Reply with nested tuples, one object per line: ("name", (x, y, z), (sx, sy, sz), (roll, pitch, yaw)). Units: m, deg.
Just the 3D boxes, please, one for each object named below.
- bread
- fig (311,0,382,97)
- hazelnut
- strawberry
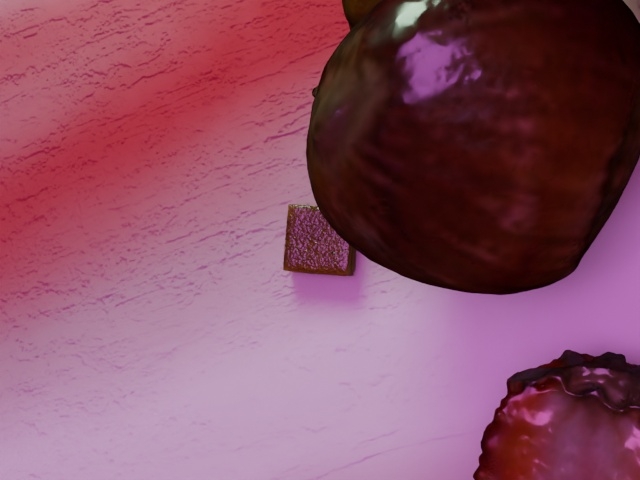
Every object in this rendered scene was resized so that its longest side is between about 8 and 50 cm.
("bread", (0.000, 0.000, 1.922), (0.094, 0.035, 0.090), (4, 90, 20))
("fig", (0.064, -0.320, 1.850), (0.290, 0.190, 0.191), (-30, 77, 36))
("hazelnut", (0.175, -0.138, 1.677), (0.420, 0.421, 0.353), (-28, 47, 17))
("strawberry", (0.319, 0.297, 1.743), (0.265, 0.149, 0.336), (8, 101, 14))
